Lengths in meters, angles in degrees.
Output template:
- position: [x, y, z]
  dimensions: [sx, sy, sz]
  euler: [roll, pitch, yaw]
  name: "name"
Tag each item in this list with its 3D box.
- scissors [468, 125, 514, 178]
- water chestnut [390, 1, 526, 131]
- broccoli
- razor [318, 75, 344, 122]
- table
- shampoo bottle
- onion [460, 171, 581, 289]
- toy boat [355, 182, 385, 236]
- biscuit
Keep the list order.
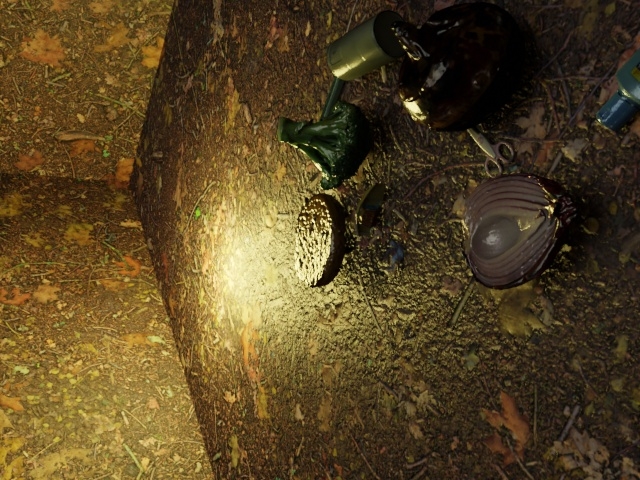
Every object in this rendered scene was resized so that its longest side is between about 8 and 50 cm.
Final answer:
- position: [0.364, -0.218, 1.345]
  dimensions: [0.176, 0.022, 0.085]
  euler: [62, 142, 34]
  name: "scissors"
- position: [0.267, -0.373, 1.279]
  dimensions: [0.300, 0.300, 0.300]
  euler: [-5, 85, 58]
  name: "water chestnut"
- position: [0.014, -0.285, 1.681]
  dimensions: [0.269, 0.269, 0.254]
  euler: [-48, 34, 46]
  name: "broccoli"
- position: [0.015, -0.393, 1.895]
  dimensions: [0.111, 0.056, 0.278]
  euler: [54, 125, 43]
  name: "razor"
- position: [0.128, -0.523, 1.642]
  dimensions: [0.220, 0.126, 0.126]
  euler: [-7, 83, 58]
  name: "table"
- position: [0.563, -0.290, 0.996]
  dimensions: [0.258, 0.061, 0.104]
  euler: [-57, 42, 40]
  name: "shampoo bottle"
- position: [0.406, -0.023, 1.176]
  dimensions: [0.283, 0.120, 0.227]
  euler: [-27, 64, 58]
  name: "onion"
- position: [0.138, -0.085, 1.661]
  dimensions: [0.066, 0.065, 0.172]
  euler: [-113, 33, -55]
  name: "toy boat"
- position: [0.002, 0.000, 1.863]
  dimensions: [0.296, 0.075, 0.296]
  euler: [-15, 72, 61]
  name: "biscuit"
